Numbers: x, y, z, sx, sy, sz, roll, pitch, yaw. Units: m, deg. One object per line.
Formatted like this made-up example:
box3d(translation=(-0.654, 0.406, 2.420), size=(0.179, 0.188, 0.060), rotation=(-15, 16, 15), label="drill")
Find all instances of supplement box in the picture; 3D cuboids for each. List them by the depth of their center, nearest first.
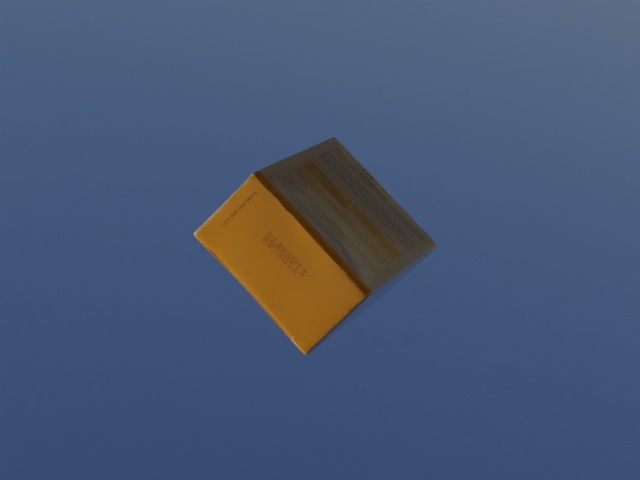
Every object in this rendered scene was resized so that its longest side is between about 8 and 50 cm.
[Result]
box3d(translation=(0.000, 0.000, 0.716), size=(0.062, 0.036, 0.098), rotation=(47, -159, 5), label="supplement box")
